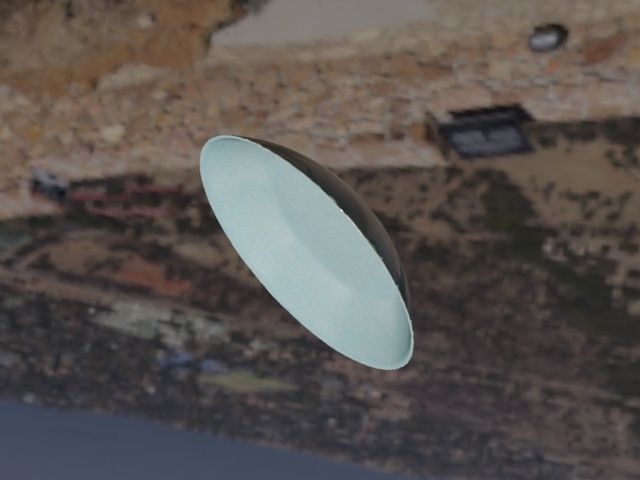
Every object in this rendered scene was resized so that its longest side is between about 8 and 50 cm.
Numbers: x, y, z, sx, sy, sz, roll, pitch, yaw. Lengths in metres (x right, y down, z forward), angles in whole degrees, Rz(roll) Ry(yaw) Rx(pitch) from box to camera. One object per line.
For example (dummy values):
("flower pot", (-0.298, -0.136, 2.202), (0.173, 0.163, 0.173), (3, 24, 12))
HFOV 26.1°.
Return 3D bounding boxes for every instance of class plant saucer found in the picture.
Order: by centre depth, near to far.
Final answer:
("plant saucer", (0.000, 0.000, 0.908), (0.195, 0.037, 0.195), (40, 156, 22))
